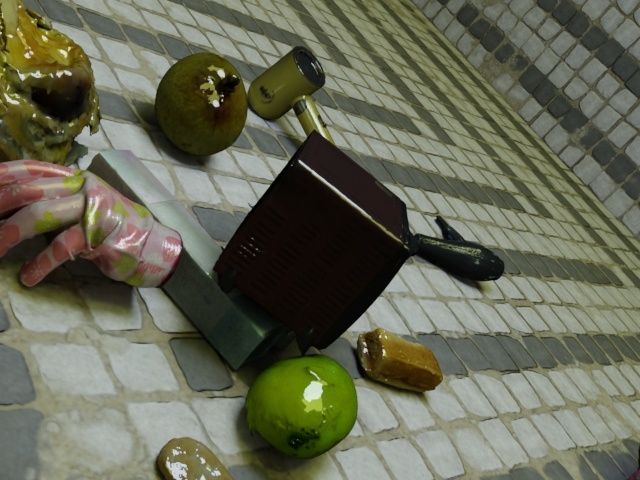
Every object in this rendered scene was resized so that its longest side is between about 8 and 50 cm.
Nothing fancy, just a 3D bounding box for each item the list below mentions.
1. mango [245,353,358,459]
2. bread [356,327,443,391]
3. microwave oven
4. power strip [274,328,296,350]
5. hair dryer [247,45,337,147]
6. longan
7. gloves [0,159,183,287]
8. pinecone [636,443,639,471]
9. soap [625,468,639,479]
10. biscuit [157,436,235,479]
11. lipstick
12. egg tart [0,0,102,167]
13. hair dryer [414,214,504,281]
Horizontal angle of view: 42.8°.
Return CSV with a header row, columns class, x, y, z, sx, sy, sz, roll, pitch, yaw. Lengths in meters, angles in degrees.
class,x,y,z,sx,sy,sz,roll,pitch,yaw
mango,-0.013,0.180,0.932,0.119,0.100,0.178,39,18,5
bread,0.113,0.172,1.160,0.132,0.053,0.074,21,36,-34
microwave oven,0.000,-0.002,1.014,0.188,0.178,0.247,40,15,-8
power strip,-0.050,0.082,1.101,0.075,0.042,0.175,38,25,-4
hair dryer,-0.025,-0.213,1.544,0.090,0.135,0.278,-15,75,-59
longan,-0.177,-0.212,1.258,0.145,0.176,0.154,-29,97,-38
gloves,-0.278,-0.024,0.889,0.241,0.126,0.145,30,29,-32
pinecone,0.625,0.380,1.326,0.224,0.224,0.272,50,8,21
soap,0.418,0.372,0.936,0.127,0.325,0.220,12,35,-37
biscuit,-0.103,0.250,0.792,0.147,0.018,0.071,47,24,17
lipstick,-0.174,0.017,1.012,0.317,0.066,0.068,46,26,14
egg tart,-0.352,-0.208,0.987,0.297,0.132,0.297,59,13,-22
hair dryer,0.251,-0.003,1.633,0.195,0.075,0.219,19,21,-18
